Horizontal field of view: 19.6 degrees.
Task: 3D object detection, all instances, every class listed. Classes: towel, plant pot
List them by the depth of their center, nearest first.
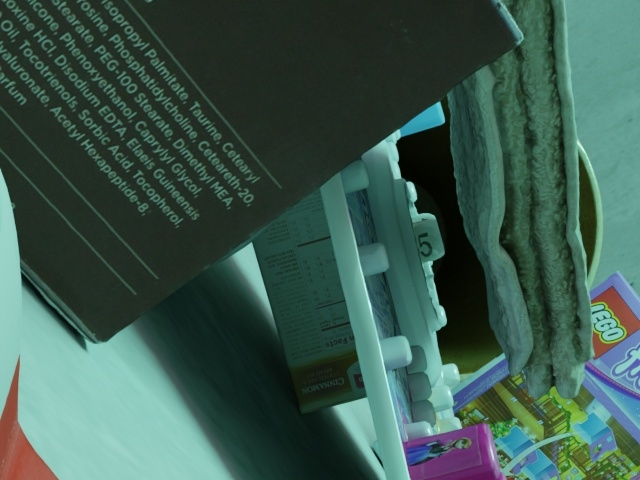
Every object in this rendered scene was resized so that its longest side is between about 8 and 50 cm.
[{"bbox_3d":[0.082,-0.081,0.863,0.187,0.049,0.282,-100,-179,-61],"label":"towel"},{"bbox_3d":[0.076,-0.009,1.496,0.237,0.237,0.254,54,-9,-4],"label":"plant pot"}]

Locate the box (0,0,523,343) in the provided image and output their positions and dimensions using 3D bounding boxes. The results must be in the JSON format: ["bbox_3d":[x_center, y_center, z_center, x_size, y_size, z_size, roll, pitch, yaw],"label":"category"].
[{"bbox_3d":[-0.068,-0.106,0.709,0.167,0.203,0.168,52,6,-33],"label":"box"}]

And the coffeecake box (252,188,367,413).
[{"bbox_3d":[0.000,0.000,1.109,0.142,0.068,0.185,-20,95,-85],"label":"coffeecake box"}]

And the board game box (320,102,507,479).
[{"bbox_3d":[0.052,0.007,0.982,0.390,0.050,0.389,54,23,-74],"label":"board game box"}]

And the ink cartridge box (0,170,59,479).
[{"bbox_3d":[-0.088,0.032,0.447,0.224,0.056,0.181,51,5,-13],"label":"ink cartridge box"}]

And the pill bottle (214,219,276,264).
[{"bbox_3d":[-0.093,-0.079,0.878,0.184,0.103,0.103,52,5,-25],"label":"pill bottle"}]

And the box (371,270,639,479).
[{"bbox_3d":[0.186,0.186,1.144,0.293,0.201,0.057,58,6,36],"label":"box"}]
